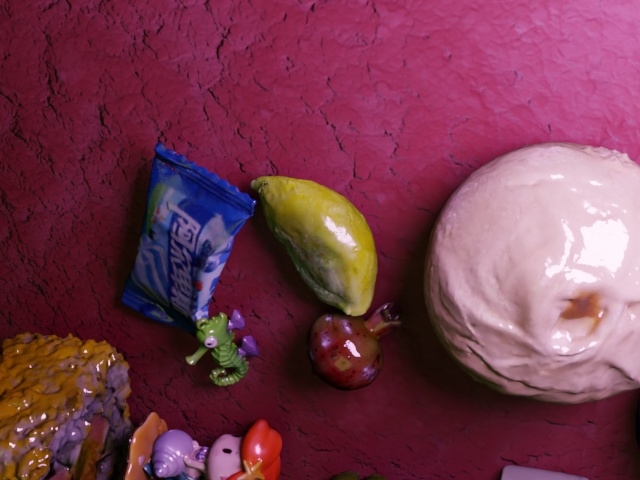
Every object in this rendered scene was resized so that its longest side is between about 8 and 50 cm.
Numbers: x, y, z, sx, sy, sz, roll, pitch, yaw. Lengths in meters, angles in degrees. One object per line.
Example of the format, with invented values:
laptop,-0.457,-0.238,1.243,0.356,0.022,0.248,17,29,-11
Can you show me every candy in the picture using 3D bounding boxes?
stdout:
candy,-0.216,0.018,1.274,0.187,0.077,0.331,28,123,6

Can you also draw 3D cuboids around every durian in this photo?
durian,0.000,0.000,1.175,0.139,0.101,0.250,-27,105,28

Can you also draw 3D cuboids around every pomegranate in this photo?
pomegranate,0.056,0.166,1.231,0.159,0.129,0.129,-13,111,15

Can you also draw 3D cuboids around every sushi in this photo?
sushi,-0.482,0.381,1.365,0.240,0.396,0.351,7,123,12

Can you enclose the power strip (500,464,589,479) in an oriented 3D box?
power strip,0.352,0.497,1.283,0.140,0.139,0.224,4,116,16

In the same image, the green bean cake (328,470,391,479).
green bean cake,0.106,0.577,1.310,0.335,0.218,0.319,8,97,23

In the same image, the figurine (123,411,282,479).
figurine,-0.194,0.410,1.418,0.257,0.181,0.208,6,78,14

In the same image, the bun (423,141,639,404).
bun,0.312,0.064,1.017,0.364,0.202,0.364,2,113,4

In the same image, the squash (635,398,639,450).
squash,0.559,0.260,1.080,0.252,0.165,0.252,9,120,15

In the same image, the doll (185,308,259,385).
doll,-0.163,0.184,1.325,0.115,0.050,0.190,-24,137,-3
